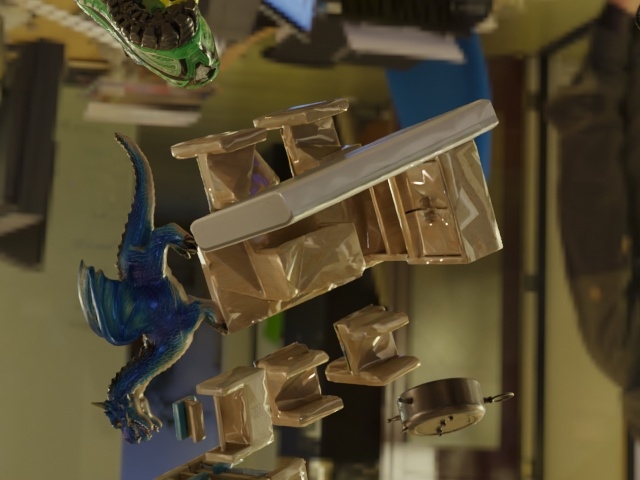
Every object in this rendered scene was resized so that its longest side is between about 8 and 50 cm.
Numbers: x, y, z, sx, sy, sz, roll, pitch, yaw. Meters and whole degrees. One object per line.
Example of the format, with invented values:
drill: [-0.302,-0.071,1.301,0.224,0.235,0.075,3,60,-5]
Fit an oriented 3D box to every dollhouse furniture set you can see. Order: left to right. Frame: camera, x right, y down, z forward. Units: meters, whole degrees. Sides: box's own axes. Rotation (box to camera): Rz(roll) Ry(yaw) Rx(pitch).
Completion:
dollhouse furniture set: [-0.105,0.226,1.553,0.129,0.184,0.129,1,-167,35]
dollhouse furniture set: [0.000,0.000,1.874,0.394,0.362,0.256,-22,-169,-33]

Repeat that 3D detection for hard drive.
hard drive: [0.027,-0.074,1.588,0.307,0.040,0.203,-26,-175,-34]

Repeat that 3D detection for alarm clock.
alarm clock: [0.202,0.252,2.139,0.192,0.064,0.129,-10,157,-11]

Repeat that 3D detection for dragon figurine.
dragon figurine: [-0.181,0.050,1.335,0.144,0.289,0.085,-22,-171,-13]

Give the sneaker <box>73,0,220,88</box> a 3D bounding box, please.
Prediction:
sneaker: [-0.248,-0.302,1.848,0.134,0.343,0.146,-33,137,-8]

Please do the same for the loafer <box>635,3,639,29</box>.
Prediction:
loafer: [0.432,-0.265,1.664,0.078,0.076,0.223,5,-169,-21]
